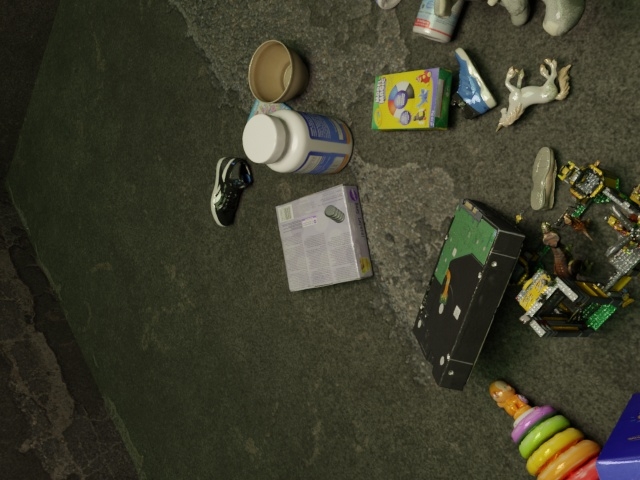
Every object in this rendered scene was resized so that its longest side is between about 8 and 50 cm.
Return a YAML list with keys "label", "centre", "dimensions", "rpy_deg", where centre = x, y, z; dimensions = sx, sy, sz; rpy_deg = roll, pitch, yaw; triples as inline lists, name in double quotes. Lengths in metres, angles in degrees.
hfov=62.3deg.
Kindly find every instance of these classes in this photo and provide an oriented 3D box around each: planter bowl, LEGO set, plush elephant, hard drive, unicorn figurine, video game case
- label: "planter bowl"
  centre: [-0.101, -0.447, 1.438]
  dimensions: [0.162, 0.109, 0.162]
  rpy_deg: [3, 95, 40]
- label: "LEGO set"
  centre: [0.434, 0.017, 0.937]
  dimensions: [0.331, 0.192, 0.255]
  rpy_deg: [-54, 44, 33]
- label: "plush elephant"
  centre: [0.354, -0.508, 0.979]
  dimensions: [0.330, 0.255, 0.272]
  rpy_deg: [39, 77, -4]
- label: "hard drive"
  centre: [0.293, 0.102, 1.095]
  dimensions: [0.237, 0.064, 0.339]
  rpy_deg: [-102, 25, -71]
- label: "unicorn figurine"
  centre: [0.410, -0.291, 1.053]
  dimensions: [0.161, 0.060, 0.111]
  rpy_deg: [-6, 89, 41]
- label: "video game case"
  centre: [-0.141, -0.356, 1.542]
  dimensions: [0.166, 0.015, 0.119]
  rpy_deg: [43, 120, 29]

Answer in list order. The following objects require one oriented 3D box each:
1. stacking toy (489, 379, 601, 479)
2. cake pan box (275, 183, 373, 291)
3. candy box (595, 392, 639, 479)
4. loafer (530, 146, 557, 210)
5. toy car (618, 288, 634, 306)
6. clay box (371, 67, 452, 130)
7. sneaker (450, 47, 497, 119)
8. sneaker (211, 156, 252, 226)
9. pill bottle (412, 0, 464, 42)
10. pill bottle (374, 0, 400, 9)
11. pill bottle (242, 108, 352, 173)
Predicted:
- label: "stacking toy"
  centre: [0.445, 0.394, 1.047]
  dimensions: [0.302, 0.175, 0.166]
  rpy_deg: [54, 130, 40]
- label: "cake pan box"
  centre: [0.000, 0.000, 1.421]
  dimensions: [0.266, 0.070, 0.246]
  rpy_deg: [-16, 82, 40]
- label: "candy box"
  centre: [0.593, 0.305, 0.783]
  dimensions: [0.268, 0.317, 0.122]
  rpy_deg: [-27, 77, 39]
- label: "loafer"
  centre: [0.449, -0.122, 1.056]
  dimensions: [0.045, 0.039, 0.125]
  rpy_deg: [-155, 70, -71]
- label: "toy car"
  centre: [0.570, 0.059, 0.955]
  dimensions: [0.122, 0.060, 0.041]
  rpy_deg: [-51, 31, 24]
- label: "clay box"
  centre: [0.194, -0.317, 1.218]
  dimensions: [0.222, 0.053, 0.128]
  rpy_deg: [11, 100, 49]
- label: "sneaker"
  centre: [0.306, -0.332, 1.138]
  dimensions: [0.084, 0.058, 0.152]
  rpy_deg: [-32, 80, 29]
- label: "sneaker"
  centre: [-0.268, -0.146, 1.624]
  dimensions: [0.121, 0.079, 0.217]
  rpy_deg: [8, 97, 41]
- label: "pill bottle"
  centre: [0.265, -0.517, 1.138]
  dimensions: [0.087, 0.087, 0.160]
  rpy_deg: [31, 112, 34]
- label: "pill bottle"
  centre: [0.133, -0.617, 1.246]
  dimensions: [0.078, 0.078, 0.137]
  rpy_deg: [-48, 64, 32]
- label: "pill bottle"
  centre: [-0.056, -0.242, 1.311]
  dimensions: [0.152, 0.272, 0.152]
  rpy_deg: [4, 96, 40]
